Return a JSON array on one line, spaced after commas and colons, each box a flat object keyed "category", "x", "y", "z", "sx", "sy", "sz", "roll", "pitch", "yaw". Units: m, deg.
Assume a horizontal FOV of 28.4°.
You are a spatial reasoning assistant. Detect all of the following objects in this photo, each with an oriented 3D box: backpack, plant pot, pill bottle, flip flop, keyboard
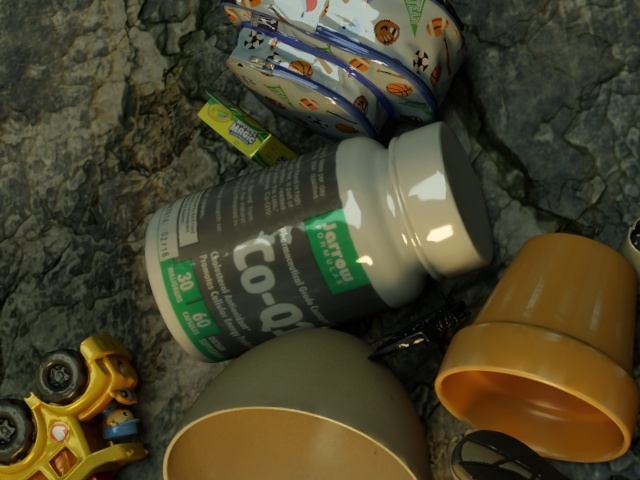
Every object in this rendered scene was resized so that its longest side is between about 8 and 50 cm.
[{"category": "backpack", "x": 0.033, "y": -0.230, "z": 1.493, "sx": 0.263, "sy": 0.276, "sz": 0.213, "roll": 16, "pitch": 85, "yaw": 21}, {"category": "plant pot", "x": 0.245, "y": 0.103, "z": 1.325, "sx": 0.205, "sy": 0.205, "sz": 0.188, "roll": 9, "pitch": 61, "yaw": 26}, {"category": "pill bottle", "x": 0.000, "y": 0.000, "z": 1.452, "sx": 0.361, "sy": 0.204, "sz": 0.204, "roll": -19, "pitch": 66, "yaw": 18}, {"category": "flip flop", "x": 0.244, "y": 0.308, "z": 1.305, "sx": 0.277, "sy": 0.112, "sz": 0.080, "roll": 36, "pitch": 132, "yaw": 18}, {"category": "keyboard", "x": 0.113, "y": 0.084, "z": 1.382, "sx": 0.100, "sy": 0.192, "sz": 0.038, "roll": -22, "pitch": 90, "yaw": 18}, {"category": "plant pot", "x": -0.009, "y": 0.206, "z": 1.376, "sx": 0.284, "sy": 0.284, "sz": 0.191, "roll": -8, "pitch": 39, "yaw": 22}]

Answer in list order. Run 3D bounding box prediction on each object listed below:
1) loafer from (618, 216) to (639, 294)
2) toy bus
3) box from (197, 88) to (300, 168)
[{"category": "loafer", "x": 0.438, "y": -0.015, "z": 1.323, "sx": 0.269, "sy": 0.092, "sz": 0.102, "roll": -24, "pitch": 65, "yaw": 15}, {"category": "toy bus", "x": -0.288, "y": 0.252, "z": 1.543, "sx": 0.220, "sy": 0.149, "sz": 0.211, "roll": -43, "pitch": 74, "yaw": 3}, {"category": "box", "x": -0.076, "y": -0.119, "z": 1.540, "sx": 0.105, "sy": 0.179, "sz": 0.043, "roll": 40, "pitch": 91, "yaw": 30}]
